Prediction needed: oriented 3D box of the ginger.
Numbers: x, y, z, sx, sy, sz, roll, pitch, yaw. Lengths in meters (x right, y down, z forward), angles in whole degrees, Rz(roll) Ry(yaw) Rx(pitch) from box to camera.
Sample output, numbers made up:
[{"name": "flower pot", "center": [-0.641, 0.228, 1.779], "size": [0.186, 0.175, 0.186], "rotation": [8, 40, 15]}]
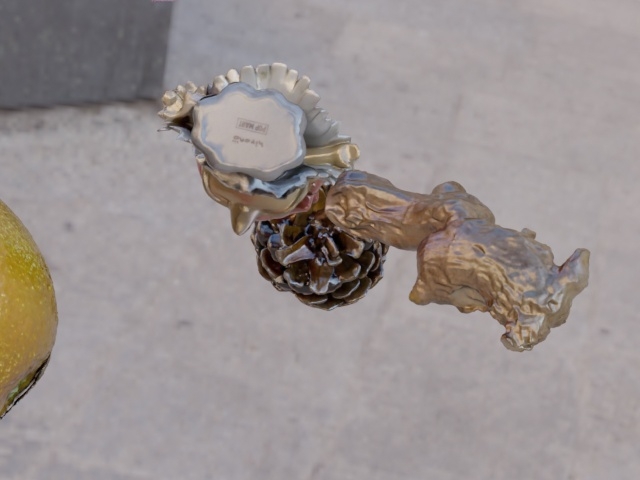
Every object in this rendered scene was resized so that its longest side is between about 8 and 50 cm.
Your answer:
[{"name": "ginger", "center": [0.114, 0.007, 1.396], "size": [0.290, 0.122, 0.084], "rotation": [35, -9, 48]}]

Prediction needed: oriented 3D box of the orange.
[{"name": "orange", "center": [-0.381, 0.062, 1.497], "size": [0.274, 0.274, 0.274], "rotation": [8, 28, -4]}]

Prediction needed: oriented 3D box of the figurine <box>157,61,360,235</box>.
[{"name": "figurine", "center": [-0.065, -0.085, 1.651], "size": [0.207, 0.166, 0.387], "rotation": [11, -5, 1]}]

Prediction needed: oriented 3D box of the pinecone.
[{"name": "pinecone", "center": [-0.004, -0.001, 2.079], "size": [0.184, 0.179, 0.204], "rotation": [10, 2, 15]}]
